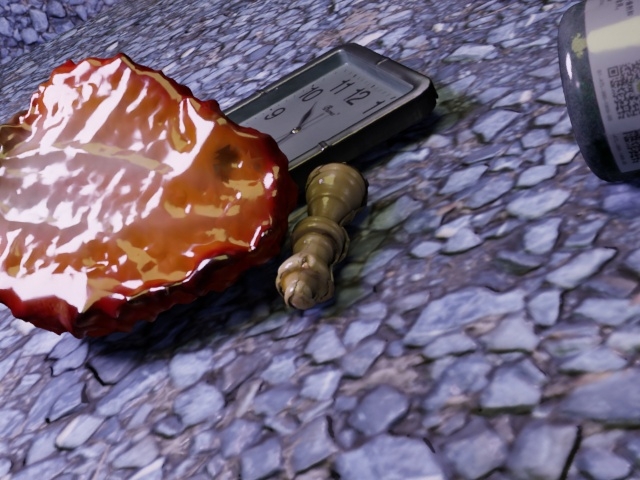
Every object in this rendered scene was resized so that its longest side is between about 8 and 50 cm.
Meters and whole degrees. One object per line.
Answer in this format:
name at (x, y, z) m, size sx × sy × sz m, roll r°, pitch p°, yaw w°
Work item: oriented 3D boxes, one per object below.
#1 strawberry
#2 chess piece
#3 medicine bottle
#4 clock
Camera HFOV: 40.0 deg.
strawberry at (-0.169, -0.028, 0.834) m, size 0.336 × 0.149 × 0.265 m, roll 5°, pitch 75°, yaw 23°
chess piece at (0.000, -0.001, 0.762) m, size 0.060 × 0.060 × 0.172 m, roll -14°, pitch 33°, yaw 23°
medicine bottle at (0.326, -0.135, 0.608) m, size 0.293 × 0.141 × 0.141 m, roll -11°, pitch 31°, yaw 29°
clock at (-0.030, -0.123, 1.000) m, size 0.279 × 0.049 × 0.273 m, roll -30°, pitch 28°, yaw -5°
